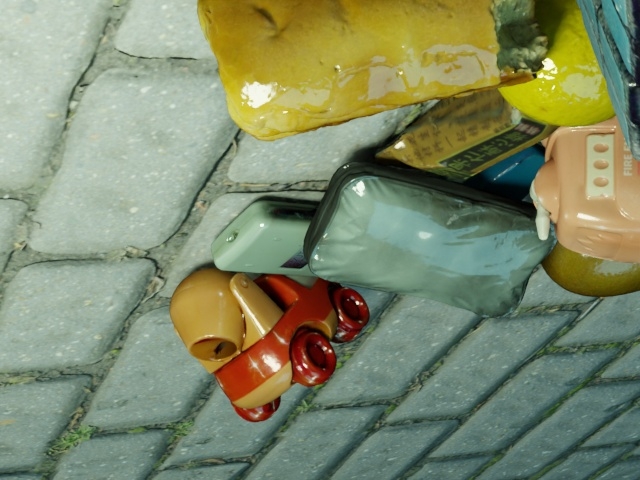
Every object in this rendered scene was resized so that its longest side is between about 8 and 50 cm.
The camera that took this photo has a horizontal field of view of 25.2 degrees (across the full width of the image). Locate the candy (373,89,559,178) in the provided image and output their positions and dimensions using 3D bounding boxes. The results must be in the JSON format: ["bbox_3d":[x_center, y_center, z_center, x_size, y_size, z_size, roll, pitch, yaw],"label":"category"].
[{"bbox_3d":[0.196,-0.141,1.774,0.143,0.101,0.271,15,149,-33],"label":"candy"}]

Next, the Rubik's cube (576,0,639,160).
[{"bbox_3d":[0.367,-0.320,1.218,0.343,0.344,0.337,-20,154,7],"label":"Rubik's cube"}]

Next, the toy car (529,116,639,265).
[{"bbox_3d":[0.369,-0.103,1.791,0.212,0.270,0.180,4,160,3],"label":"toy car"}]

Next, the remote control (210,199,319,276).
[{"bbox_3d":[0.000,0.000,1.995,0.296,0.056,0.140,4,149,-38],"label":"remote control"}]

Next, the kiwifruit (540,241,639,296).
[{"bbox_3d":[0.428,-0.016,2.056,0.234,0.196,0.196,-14,155,-12],"label":"kiwifruit"}]

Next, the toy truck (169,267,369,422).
[{"bbox_3d":[-0.087,0.112,2.068,0.189,0.239,0.265,-36,-171,38],"label":"toy truck"}]

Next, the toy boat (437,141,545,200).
[{"bbox_3d":[0.189,-0.042,1.947,0.299,0.062,0.096,-42,142,24],"label":"toy boat"}]

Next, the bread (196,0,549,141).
[{"bbox_3d":[0.057,-0.219,1.425,0.344,0.195,0.149,-15,175,-1],"label":"bread"}]

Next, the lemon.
[{"bbox_3d":[0.278,-0.211,1.571,0.203,0.178,0.178,17,142,-24],"label":"lemon"}]

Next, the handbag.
[{"bbox_3d":[0.153,0.004,1.885,0.332,0.075,0.191,14,126,-14],"label":"handbag"}]
